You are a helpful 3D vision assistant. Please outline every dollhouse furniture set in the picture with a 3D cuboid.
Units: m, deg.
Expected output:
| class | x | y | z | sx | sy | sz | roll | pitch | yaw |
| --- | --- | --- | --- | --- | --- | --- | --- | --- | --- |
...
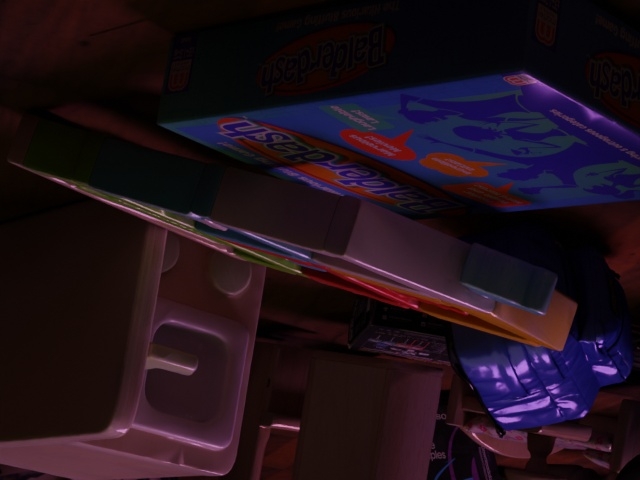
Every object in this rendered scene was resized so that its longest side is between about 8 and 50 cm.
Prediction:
| class | x | y | z | sx | sy | sz | roll | pitch | yaw |
| --- | --- | --- | --- | --- | --- | --- | --- | --- | --- |
| dollhouse furniture set | 0.142 | 0.194 | 1.475 | 0.355 | 0.174 | 0.303 | 13 | 175 | -34 |

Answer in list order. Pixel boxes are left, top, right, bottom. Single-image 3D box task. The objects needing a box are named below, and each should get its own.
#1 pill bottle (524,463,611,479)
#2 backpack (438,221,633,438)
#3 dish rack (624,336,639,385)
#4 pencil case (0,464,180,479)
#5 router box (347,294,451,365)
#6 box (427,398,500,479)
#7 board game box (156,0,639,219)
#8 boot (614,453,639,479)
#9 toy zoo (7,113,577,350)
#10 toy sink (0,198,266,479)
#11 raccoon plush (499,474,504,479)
| class | x | y | z | sx | sy | sz | roll | pitch | yaw |
| --- | --- | --- | --- | --- | --- | --- | --- | --- | --- |
| pill bottle | 0.369 | 0.289 | 1.653 | 0.407 | 0.229 | 0.229 | 1 | 164 | 26 |
| backpack | 0.121 | 0.041 | 1.118 | 0.101 | 0.098 | 0.120 | -19 | 148 | 17 |
| dish rack | 0.309 | 0.097 | 1.263 | 0.208 | 0.074 | 0.271 | 16 | 164 | -24 |
| pencil case | -0.275 | 0.269 | 2.060 | 0.183 | 0.160 | 0.410 | -8 | 163 | 11 |
| router box | 0.086 | 0.057 | 1.302 | 0.122 | 0.038 | 0.092 | 10 | 165 | -6 |
| box | 0.107 | 0.216 | 1.668 | 0.029 | 0.162 | 0.116 | -15 | -177 | -41 |
| board game box | 0.056 | -0.057 | 0.862 | 0.210 | 0.047 | 0.160 | -4 | 161 | 44 |
| boot | 0.360 | 0.219 | 1.349 | 0.348 | 0.260 | 0.131 | 45 | 132 | -6 |
| toy zoo | 0.000 | 0.000 | 1.000 | 0.293 | 0.030 | 0.192 | 16 | 174 | 41 |
| toy sink | -0.125 | 0.067 | 1.231 | 0.131 | 0.153 | 0.234 | 18 | 161 | -33 |
| raccoon plush | 0.387 | 0.327 | 1.992 | 0.299 | 0.446 | 0.216 | -25 | 157 | -44 |
